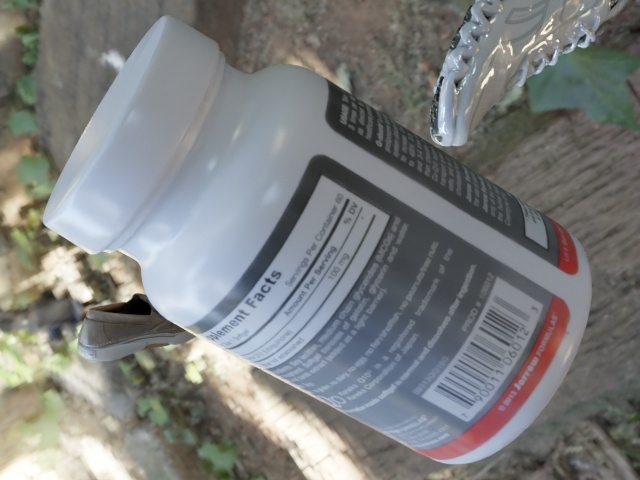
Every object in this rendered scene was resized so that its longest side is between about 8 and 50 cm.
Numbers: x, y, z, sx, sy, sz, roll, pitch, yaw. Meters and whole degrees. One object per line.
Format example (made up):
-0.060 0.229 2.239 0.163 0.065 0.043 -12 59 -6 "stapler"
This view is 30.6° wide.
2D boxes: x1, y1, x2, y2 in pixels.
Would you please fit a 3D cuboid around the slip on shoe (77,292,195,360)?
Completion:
-0.145 0.064 0.977 0.051 0.135 0.041 18 110 38 "slip on shoe"

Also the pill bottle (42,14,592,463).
0.000 0.000 0.864 0.363 0.210 0.210 30 151 -17 "pill bottle"

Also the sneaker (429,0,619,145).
0.197 -0.202 1.063 0.118 0.292 0.110 31 170 3 "sneaker"
